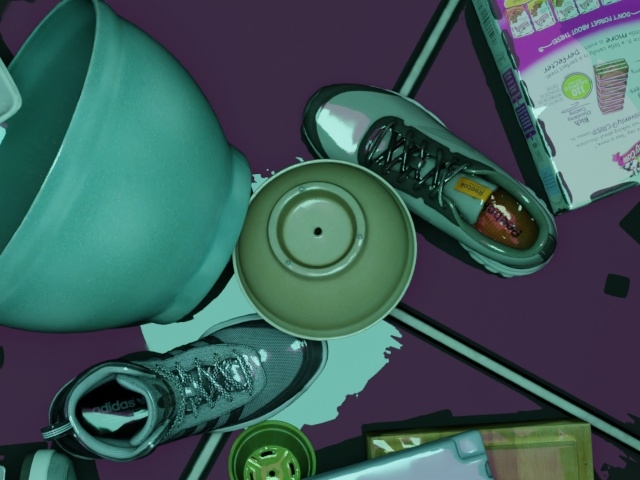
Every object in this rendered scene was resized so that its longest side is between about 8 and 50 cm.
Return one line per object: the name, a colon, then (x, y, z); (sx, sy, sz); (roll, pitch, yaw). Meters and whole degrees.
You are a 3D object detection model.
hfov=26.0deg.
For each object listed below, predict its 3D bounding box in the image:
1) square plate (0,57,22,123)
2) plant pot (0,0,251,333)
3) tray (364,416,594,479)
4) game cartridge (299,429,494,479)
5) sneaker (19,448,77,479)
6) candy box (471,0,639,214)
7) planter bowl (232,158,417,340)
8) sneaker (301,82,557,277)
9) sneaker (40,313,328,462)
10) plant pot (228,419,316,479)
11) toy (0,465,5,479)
square plate: (-0.473, -0.146, 1.236); (0.347, 0.049, 0.344); (-31, 65, -3)
plant pot: (-0.184, -0.041, 1.198); (0.196, 0.293, 0.293); (26, 86, -27)
tray: (0.156, 0.377, 1.270); (0.203, 0.076, 0.410); (-3, 86, -2)
game cartridge: (0.086, 0.332, 1.209); (0.196, 0.060, 0.294); (-15, 87, -6)
sneaker: (-0.160, 0.320, 1.234); (0.178, 0.124, 0.295); (-11, 95, 3)
candy box: (0.257, -0.160, 1.301); (0.159, 0.071, 0.233); (-20, 88, -4)
planter bowl: (0.000, 0.000, 1.257); (0.162, 0.109, 0.162); (-1, 100, -4)
sneaker: (0.107, -0.064, 1.275); (0.271, 0.108, 0.100); (32, 88, 1)
sneaker: (-0.118, 0.136, 1.232); (0.269, 0.153, 0.101); (-18, 88, -3)
plant pot: (-0.045, 0.209, 1.268); (0.083, 0.079, 0.083); (0, 86, -1)
toy: (-0.305, 0.316, 1.252); (0.056, 0.137, 0.237); (8, 84, -42)
